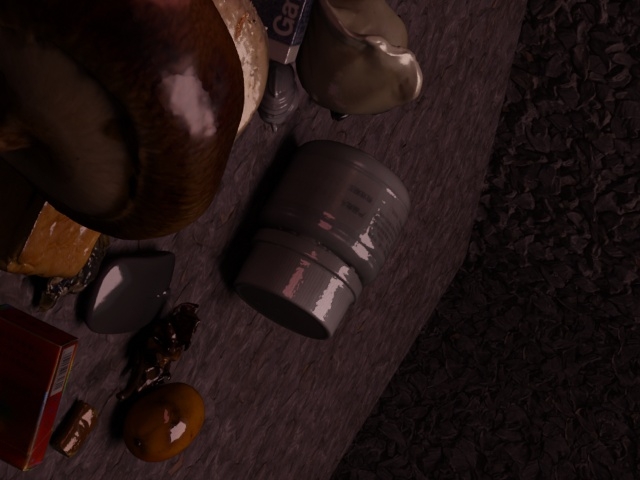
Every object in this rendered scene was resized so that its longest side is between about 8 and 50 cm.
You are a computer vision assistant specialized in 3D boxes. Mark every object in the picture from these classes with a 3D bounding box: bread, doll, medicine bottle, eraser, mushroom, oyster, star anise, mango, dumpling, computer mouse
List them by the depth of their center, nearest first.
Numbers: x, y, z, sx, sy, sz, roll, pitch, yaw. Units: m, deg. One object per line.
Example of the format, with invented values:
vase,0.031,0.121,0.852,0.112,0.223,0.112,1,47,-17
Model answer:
mushroom,-0.236,-0.123,1.106,0.259,0.345,0.345,-49,158,-28
bread,-0.311,-0.049,1.339,0.158,0.149,0.143,-66,161,0
oyster,-0.314,0.033,1.623,0.103,0.051,0.148,106,5,-51
computer mouse,-0.269,0.073,1.815,0.120,0.057,0.232,-68,164,8
eraser,-0.051,-0.375,1.835,0.046,0.092,0.212,-34,146,-64
bread,-0.361,0.279,1.845,0.083,0.036,0.047,-60,160,-28
dumpling,0.023,-0.320,1.961,0.187,0.318,0.243,-43,133,3
star anise,-0.251,0.170,1.964,0.177,0.073,0.234,-57,180,-3
doll,-0.069,-0.262,1.981,0.094,0.079,0.180,-121,-142,-80
mango,-0.252,0.299,2.076,0.145,0.112,0.219,-42,173,6
medicine bottle,0.000,0.000,2.252,0.306,0.245,0.245,-61,164,-18

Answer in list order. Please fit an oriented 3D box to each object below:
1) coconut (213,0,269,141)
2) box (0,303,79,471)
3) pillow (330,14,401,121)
coconut,-0.192,-0.205,1.366,0.245,0.247,0.245,-18,118,-38
box,-0.371,0.180,1.528,0.175,0.112,0.048,-70,165,15
pillow,0.088,-0.327,2.332,0.250,0.106,0.186,-38,149,-68
